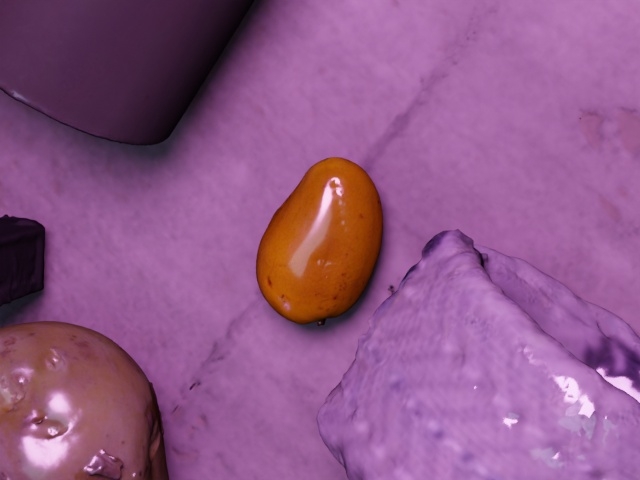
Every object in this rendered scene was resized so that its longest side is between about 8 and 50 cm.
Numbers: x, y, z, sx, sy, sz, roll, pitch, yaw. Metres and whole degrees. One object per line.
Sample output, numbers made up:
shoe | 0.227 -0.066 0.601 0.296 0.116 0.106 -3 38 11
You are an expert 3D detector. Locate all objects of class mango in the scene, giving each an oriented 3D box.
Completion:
mango | 0.000 0.000 1.282 0.080 0.060 0.114 16 96 7

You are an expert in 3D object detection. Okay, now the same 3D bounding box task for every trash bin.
trash bin | -0.093 -0.241 1.197 0.214 0.214 0.333 32 106 7

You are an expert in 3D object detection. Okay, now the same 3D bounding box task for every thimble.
thimble | 0.131 0.122 1.189 0.245 0.217 0.157 40 103 19

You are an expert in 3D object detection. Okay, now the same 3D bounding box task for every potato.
potato | -0.175 0.178 1.294 0.165 0.165 0.262 3 110 12

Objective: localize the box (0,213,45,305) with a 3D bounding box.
box | -0.376 0.010 1.293 0.350 0.211 0.058 4 96 11
